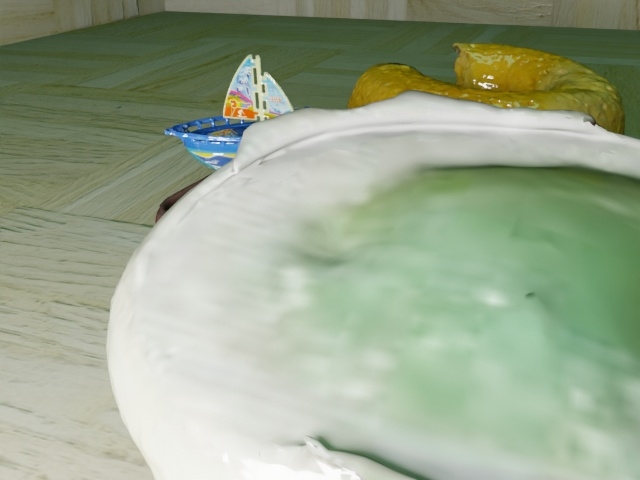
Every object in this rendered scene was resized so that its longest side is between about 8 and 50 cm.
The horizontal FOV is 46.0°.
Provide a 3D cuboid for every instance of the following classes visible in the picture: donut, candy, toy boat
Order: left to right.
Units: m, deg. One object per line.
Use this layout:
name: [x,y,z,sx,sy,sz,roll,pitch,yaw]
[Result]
toy boat: [-0.059,-0.120,0.707,0.175,0.110,0.091,-7,26,-15]
candy: [0.088,0.068,0.452,0.427,0.186,0.386,14,44,4]
donut: [0.262,-0.178,1.098,0.378,0.163,0.435,20,30,37]

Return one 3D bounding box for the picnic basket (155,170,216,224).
picnic basket: [0.000,0.000,0.735,0.223,0.129,0.297,13,28,25]
